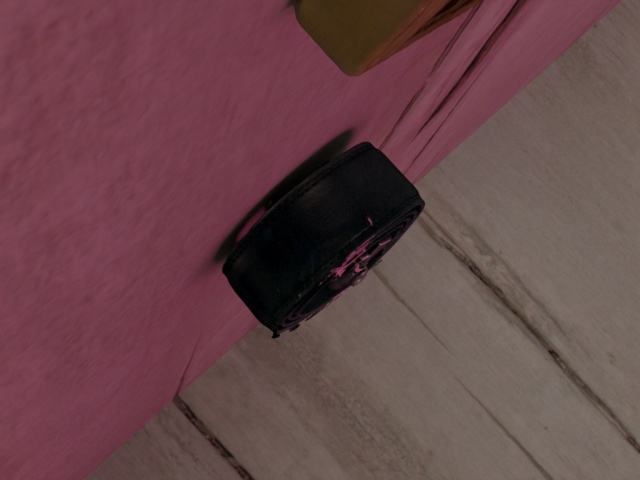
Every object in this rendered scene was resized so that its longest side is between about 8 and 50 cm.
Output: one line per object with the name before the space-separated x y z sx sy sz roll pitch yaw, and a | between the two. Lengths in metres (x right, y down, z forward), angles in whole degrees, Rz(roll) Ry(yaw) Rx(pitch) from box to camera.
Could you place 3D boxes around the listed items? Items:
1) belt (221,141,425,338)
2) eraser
belt | 0.000 0.000 1.267 0.206 0.116 0.267 -39 172 -11
eraser | 0.072 -0.163 0.673 0.117 0.058 0.172 -45 175 39
